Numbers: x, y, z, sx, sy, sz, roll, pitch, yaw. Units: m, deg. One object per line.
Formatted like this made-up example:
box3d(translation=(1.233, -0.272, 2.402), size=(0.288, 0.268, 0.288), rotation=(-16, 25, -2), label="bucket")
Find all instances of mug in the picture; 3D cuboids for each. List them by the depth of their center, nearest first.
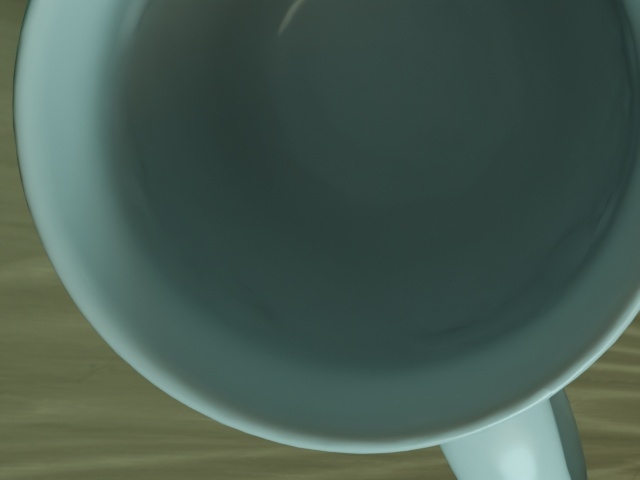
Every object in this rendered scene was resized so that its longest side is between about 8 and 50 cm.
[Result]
box3d(translation=(0.048, -0.029, 0.741), size=(0.276, 0.374, 0.328), rotation=(-22, -174, 9), label="mug")
